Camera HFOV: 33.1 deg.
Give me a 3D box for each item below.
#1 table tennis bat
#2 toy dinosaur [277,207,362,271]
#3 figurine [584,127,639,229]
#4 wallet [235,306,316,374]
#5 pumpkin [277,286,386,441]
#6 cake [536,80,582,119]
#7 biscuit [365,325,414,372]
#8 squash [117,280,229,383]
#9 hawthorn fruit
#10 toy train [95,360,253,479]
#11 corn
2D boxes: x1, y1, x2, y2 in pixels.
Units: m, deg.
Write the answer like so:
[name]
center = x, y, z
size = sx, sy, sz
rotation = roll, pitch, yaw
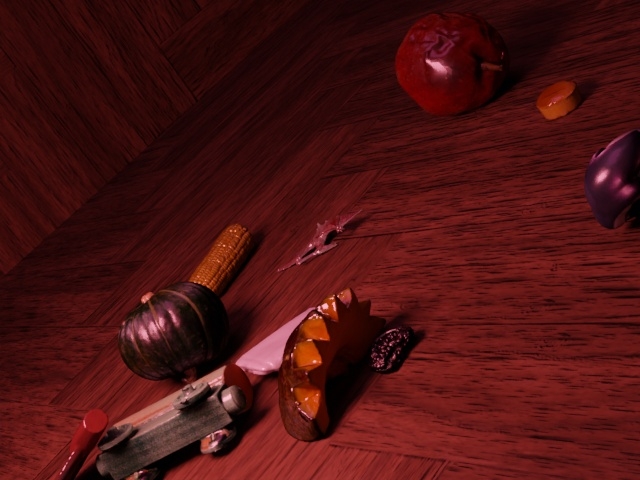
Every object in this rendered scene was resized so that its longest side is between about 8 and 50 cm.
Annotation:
[table tennis bat]
center = -0.410, 0.365, 1.776
size = 0.310, 0.038, 0.200
rotation = -54, 6, 46
[toy dinosaur]
center = -0.001, -0.001, 2.135
size = 0.220, 0.032, 0.108
rotation = -39, 22, 20
[figurine]
center = 0.465, -0.107, 1.494
size = 0.222, 0.145, 0.145
rotation = -37, 20, -9
[wallet]
center = -0.050, 0.170, 1.810
size = 0.183, 0.032, 0.124
rotation = -36, 18, -26
[pumpkin]
center = -0.021, 0.176, 1.638
size = 0.149, 0.130, 0.254
rotation = -17, 29, 40
[cake]
center = 0.442, -0.262, 1.996
size = 0.084, 0.044, 0.084
rotation = -30, 23, 14
[biscuit]
center = 0.106, 0.163, 1.610
size = 0.087, 0.027, 0.089
rotation = -34, 20, 7
[squash]
center = -0.269, 0.170, 1.976
size = 0.218, 0.172, 0.218
rotation = -37, 17, 13
[hawthorn fruit]
center = 0.299, -0.365, 2.241
size = 0.230, 0.210, 0.266
rotation = -30, 31, -25
[toy train]
center = -0.233, 0.298, 1.753
size = 0.285, 0.116, 0.177
rotation = -30, 9, 17
[corn]
center = -0.209, 0.047, 2.290
size = 0.080, 0.080, 0.238
rotation = -19, 29, 38
